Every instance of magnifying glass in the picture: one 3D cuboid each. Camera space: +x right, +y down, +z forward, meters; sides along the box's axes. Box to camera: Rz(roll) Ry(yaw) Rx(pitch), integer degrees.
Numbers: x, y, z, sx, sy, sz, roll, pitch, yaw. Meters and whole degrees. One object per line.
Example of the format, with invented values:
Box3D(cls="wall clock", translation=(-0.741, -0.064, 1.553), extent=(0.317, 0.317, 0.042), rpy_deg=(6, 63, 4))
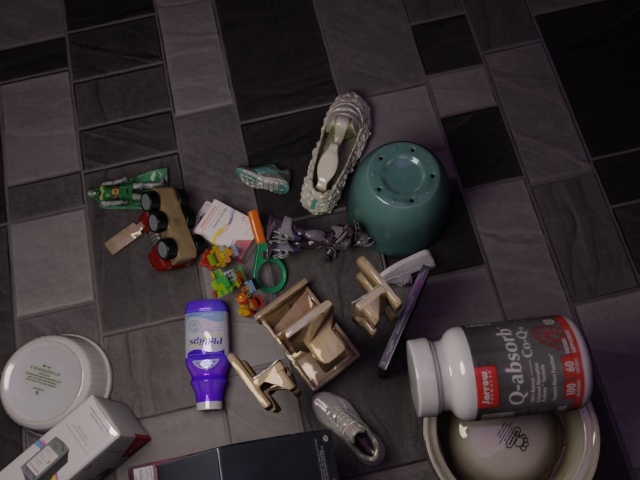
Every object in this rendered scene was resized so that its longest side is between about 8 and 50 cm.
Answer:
Box3D(cls="magnifying glass", translation=(-0.156, 0.030, 1.719), extent=(0.092, 0.026, 0.230), rpy_deg=(-16, 95, -21))

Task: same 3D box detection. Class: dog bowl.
Box3D(cls="dog bowl", translation=(0.442, 0.461, 1.527), extent=(0.408, 0.150, 0.407), rpy_deg=(-1, 71, 2))

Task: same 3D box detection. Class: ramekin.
Box3D(cls="ramekin", translation=(-0.687, 0.367, 1.625), extent=(0.273, 0.127, 0.272), rpy_deg=(-1, 72, 3))

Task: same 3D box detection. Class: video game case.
Box3D(cls="video game case", translation=(0.208, 0.210, 1.595), extent=(0.026, 0.196, 0.274), rpy_deg=(24, 75, 12))

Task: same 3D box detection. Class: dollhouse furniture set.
Box3D(cls="dollhouse furniture set", translation=(-0.037, 0.199, 1.508), extent=(0.362, 0.394, 0.256), rpy_deg=(-37, 73, -9))

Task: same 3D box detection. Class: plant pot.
Box3D(cls="plant pot", translation=(0.212, -0.130, 1.688), extent=(0.293, 0.235, 0.292), rpy_deg=(-1, 71, 3))

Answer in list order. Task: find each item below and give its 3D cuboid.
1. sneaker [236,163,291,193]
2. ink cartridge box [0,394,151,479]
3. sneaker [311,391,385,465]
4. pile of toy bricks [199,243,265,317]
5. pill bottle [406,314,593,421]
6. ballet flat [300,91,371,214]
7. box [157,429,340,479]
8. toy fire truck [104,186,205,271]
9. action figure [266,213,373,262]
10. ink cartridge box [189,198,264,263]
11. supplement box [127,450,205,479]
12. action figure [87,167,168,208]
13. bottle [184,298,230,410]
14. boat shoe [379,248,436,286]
Box3D(cls="sneaker", translation=(-0.159, -0.189, 1.826), extent=(0.167, 0.065, 0.076), rpy_deg=(18, 57, 5))
Box3D(cls="ink cartridge box", translation=(-0.593, 0.526, 1.517), extent=(0.306, 0.226, 0.131), rpy_deg=(-42, 73, -9))
Box3D(cls="sneaker", translation=(0.072, 0.457, 1.563), extent=(0.232, 0.115, 0.090), rpy_deg=(39, 78, 14))
Box3D(cls="pile of toy bricks", translation=(-0.242, 0.113, 1.652), extent=(0.105, 0.118, 0.212), rpy_deg=(-26, 92, -34))
Box3D(cls="pill bottle", translation=(0.384, 0.286, 1.399), extent=(0.363, 0.210, 0.210), rpy_deg=(-7, 72, 0))
Box3D(cls="ballet flat", translation=(0.053, -0.265, 1.795), extent=(0.147, 0.147, 0.408), rpy_deg=(15, 72, 8))
Box3D(cls="box", translation=(-0.159, 0.539, 1.393), extent=(0.294, 0.296, 0.182), rpy_deg=(3, 66, -39))
Box3D(cls="toy fire truck", translation=(-0.464, -0.004, 1.744), extent=(0.159, 0.246, 0.216), rpy_deg=(-11, 72, -43))
Box3D(cls="action figure", translation=(0.000, 0.000, 1.678), extent=(0.285, 0.185, 0.099), rpy_deg=(2, 62, -3))
Box3D(cls="ink cartridge box", translation=(-0.271, -0.034, 1.767), extent=(0.198, 0.067, 0.115), rpy_deg=(27, 76, 11))
Box3D(cls="supplement box", translation=(-0.361, 0.576, 1.552), extent=(0.188, 0.104, 0.080), rpy_deg=(-12, 72, -1))
Box3D(cls="action figure", translation=(-0.558, -0.138, 1.823), extent=(0.232, 0.063, 0.137), rpy_deg=(-5, 75, 5))
Box3D(cls="bottle", translation=(-0.292, 0.297, 1.646), extent=(0.118, 0.092, 0.282), rpy_deg=(-4, 72, 0))
Box3D(cls="boat shoe", translation=(0.227, 0.091, 1.709), extent=(0.184, 0.066, 0.063), rpy_deg=(-25, 71, -15))
